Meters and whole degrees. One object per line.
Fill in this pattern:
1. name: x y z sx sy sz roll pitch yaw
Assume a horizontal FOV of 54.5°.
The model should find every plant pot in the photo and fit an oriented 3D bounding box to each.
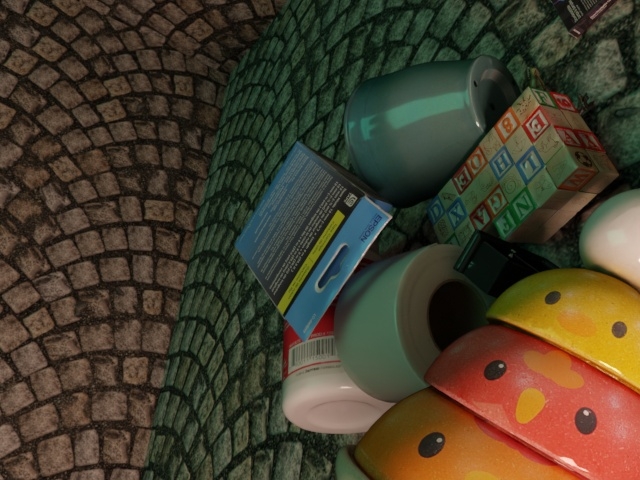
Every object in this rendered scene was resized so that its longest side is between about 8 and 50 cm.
1. plant pot: 0.227 -0.216 1.165 0.255 0.272 0.271 -13 59 47

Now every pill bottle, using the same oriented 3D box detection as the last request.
1. pill bottle: 0.041 0.157 1.252 0.229 0.229 0.407 -42 36 42

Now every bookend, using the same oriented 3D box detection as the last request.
1. bookend: 0.305 0.066 0.906 0.072 0.157 0.156 -63 26 14

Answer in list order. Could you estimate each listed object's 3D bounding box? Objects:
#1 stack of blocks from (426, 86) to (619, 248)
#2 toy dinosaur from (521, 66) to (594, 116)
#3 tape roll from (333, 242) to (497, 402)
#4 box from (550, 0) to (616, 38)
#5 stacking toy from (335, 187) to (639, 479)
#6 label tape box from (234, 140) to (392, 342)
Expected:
1. stack of blocks: 0.309 -0.076 1.010 0.297 0.087 0.171 -55 40 44
2. toy dinosaur: 0.392 -0.182 1.047 0.118 0.064 0.268 -26 53 59
3. tape roll: 0.167 0.140 1.013 0.169 0.246 0.246 -22 52 55
4. box: 0.489 -0.450 1.090 0.162 0.029 0.116 -44 35 38
5. stacking toy: 0.264 0.149 0.696 0.479 0.351 0.351 -62 26 -7
6. label tape box: 0.000 0.000 1.112 0.249 0.115 0.347 -58 38 11
